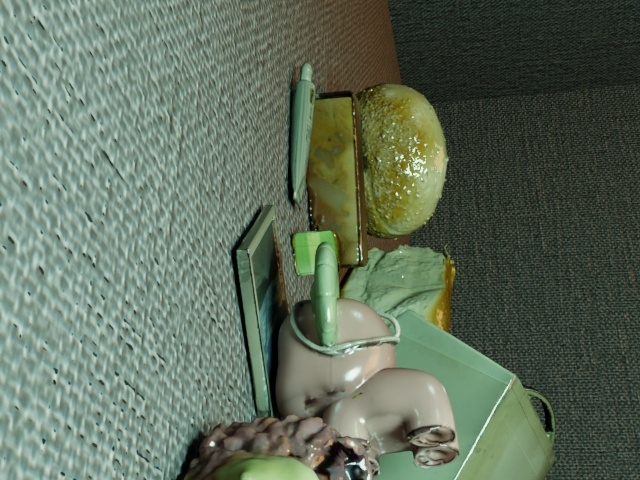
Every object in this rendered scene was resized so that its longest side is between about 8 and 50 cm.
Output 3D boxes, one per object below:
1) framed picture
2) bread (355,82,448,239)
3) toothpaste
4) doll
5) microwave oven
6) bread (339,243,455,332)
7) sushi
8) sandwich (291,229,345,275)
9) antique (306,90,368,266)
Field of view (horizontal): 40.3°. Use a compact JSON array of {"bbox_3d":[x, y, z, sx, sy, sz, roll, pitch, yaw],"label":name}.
[{"bbox_3d":[-0.070,0.100,1.140,0.189,0.023,0.260,-68,153,-70],"label":"framed picture"},{"bbox_3d":[0.114,-0.154,1.670,0.305,0.159,0.305,-4,-94,56],"label":"bread"},{"bbox_3d":[-0.031,-0.173,1.416,0.067,0.037,0.255,74,17,-70],"label":"toothpaste"},{"bbox_3d":[0.050,0.160,1.127,0.284,0.216,0.268,73,9,-54],"label":"doll"},{"bbox_3d":[0.183,0.345,1.396,0.333,0.247,0.394,-55,145,-15],"label":"microwave oven"},{"bbox_3d":[0.124,0.165,1.613,0.250,0.225,0.279,-71,167,-52],"label":"bread"},{"bbox_3d":[-0.041,0.293,0.799,0.270,0.171,0.236,-68,152,-58],"label":"sushi"},{"bbox_3d":[0.000,0.000,1.408,0.116,0.074,0.074,-70,154,-68],"label":"sandwich"},{"bbox_3d":[0.028,-0.102,1.545,0.087,0.093,0.309,24,62,-78],"label":"antique"}]
